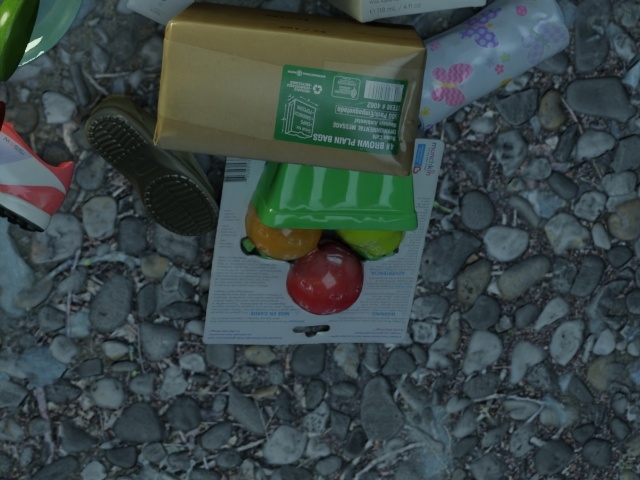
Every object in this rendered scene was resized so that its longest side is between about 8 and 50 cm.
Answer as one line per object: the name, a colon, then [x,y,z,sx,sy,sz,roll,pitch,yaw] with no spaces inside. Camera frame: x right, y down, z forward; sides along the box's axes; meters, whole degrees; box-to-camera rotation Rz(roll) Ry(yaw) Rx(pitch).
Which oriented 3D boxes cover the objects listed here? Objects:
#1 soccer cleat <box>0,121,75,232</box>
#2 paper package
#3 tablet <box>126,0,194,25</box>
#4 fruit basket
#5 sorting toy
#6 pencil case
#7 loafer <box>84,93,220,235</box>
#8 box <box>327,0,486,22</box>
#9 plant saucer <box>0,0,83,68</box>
soccer cleat: [-0.484,-0.135,1.715,0.318,0.109,0.116,35,77,-22]
paper package: [-0.036,-0.203,1.653,0.325,0.309,0.168,7,105,-1]
tablet: [-0.222,-0.331,1.762,0.083,0.006,0.054,23,101,-22]
fruit basket: [0.000,0.000,1.885,0.327,0.165,0.353,0,124,-16]
sorting toy: [-0.440,-0.256,1.596,0.126,0.127,0.365,20,101,-4]
pencil case: [0.227,-0.274,1.851,0.273,0.113,0.124,-31,105,-4]
loafer: [-0.226,-0.111,1.791,0.102,0.092,0.268,-20,132,20]
box: [0.111,-0.382,1.742,0.181,0.182,0.119,-10,112,-12]
plant saucer: [-0.461,-0.360,1.628,0.318,0.043,0.317,-7,126,-9]
